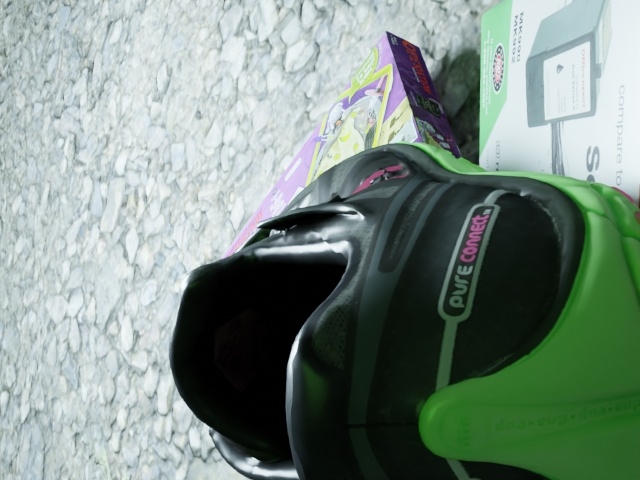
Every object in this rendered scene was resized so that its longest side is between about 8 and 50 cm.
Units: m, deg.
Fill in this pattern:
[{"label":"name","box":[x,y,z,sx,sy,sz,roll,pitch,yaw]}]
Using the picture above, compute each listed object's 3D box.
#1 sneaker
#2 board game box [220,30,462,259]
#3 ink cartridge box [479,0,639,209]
[{"label":"sneaker","box":[0.008,0.031,0.539,0.483,0.202,0.185,179,85,-77]},{"label":"board game box","box":[0.000,0.000,0.855,0.347,0.056,0.208,-51,38,34]},{"label":"ink cartridge box","box":[0.188,-0.054,0.517,0.289,0.121,0.211,-158,68,-82]}]
